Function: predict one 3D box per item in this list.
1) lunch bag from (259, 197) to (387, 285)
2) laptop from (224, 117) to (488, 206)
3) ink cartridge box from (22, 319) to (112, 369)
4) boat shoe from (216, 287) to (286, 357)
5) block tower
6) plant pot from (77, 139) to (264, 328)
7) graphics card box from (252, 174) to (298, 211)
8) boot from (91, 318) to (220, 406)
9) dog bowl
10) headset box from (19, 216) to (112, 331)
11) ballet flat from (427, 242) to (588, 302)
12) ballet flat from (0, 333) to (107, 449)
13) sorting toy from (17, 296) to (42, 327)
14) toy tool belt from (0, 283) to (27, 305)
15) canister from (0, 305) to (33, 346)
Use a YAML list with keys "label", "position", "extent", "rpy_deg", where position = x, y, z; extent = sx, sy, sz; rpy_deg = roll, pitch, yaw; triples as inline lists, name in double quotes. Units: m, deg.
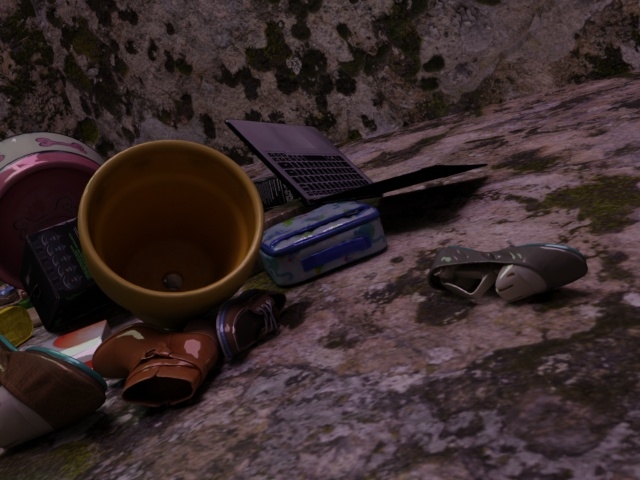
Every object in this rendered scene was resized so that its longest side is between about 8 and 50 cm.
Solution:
- label: "lunch bag"
  position: [0.000, 0.000, 1.145]
  extent: [0.218, 0.090, 0.176]
  rpy_deg: [-21, 17, -12]
- label: "laptop"
  position: [0.088, -0.205, 1.364]
  extent: [0.236, 0.408, 0.382]
  rpy_deg: [-51, -17, 23]
- label: "ink cartridge box"
  position: [-0.404, 0.190, 0.981]
  extent: [0.145, 0.045, 0.179]
  rpy_deg: [-20, 11, -8]
- label: "boat shoe"
  position: [-0.092, 0.104, 0.888]
  extent: [0.066, 0.066, 0.183]
  rpy_deg: [-13, 14, 13]
- label: "block tower"
  position: [-0.140, 0.013, 1.253]
  extent: [0.335, 0.091, 0.097]
  rpy_deg: [-28, 18, -35]
- label: "plant pot"
  position: [-0.224, 0.018, 0.966]
  extent: [0.253, 0.254, 0.239]
  rpy_deg: [-23, -21, -24]
- label: "graphics card box"
  position: [-0.172, -0.120, 1.743]
  extent: [0.370, 0.094, 0.232]
  rpy_deg: [-11, 5, 26]
- label: "boot"
  position: [-0.228, 0.164, 0.814]
  extent: [0.197, 0.073, 0.152]
  rpy_deg: [-18, 18, 9]
- label: "dog bowl"
  position: [-0.666, -0.052, 1.563]
  extent: [0.407, 0.408, 0.150]
  rpy_deg: [-25, 36, -30]
- label: "headset box"
  position: [-0.438, 0.042, 1.244]
  extent: [0.283, 0.131, 0.246]
  rpy_deg: [-26, -7, -35]
- label: "ballet flat"
  position: [0.219, 0.046, 0.777]
  extent: [0.213, 0.072, 0.068]
  rpy_deg: [0, 49, 53]
- label: "ballet flat"
  position: [-0.401, 0.198, 0.824]
  extent: [0.342, 0.116, 0.124]
  rpy_deg: [4, 45, 43]
- label: "sorting toy"
  position: [-0.663, 0.155, 1.430]
  extent: [0.307, 0.041, 0.229]
  rpy_deg: [-18, 14, -5]
- label: "toy tool belt"
  position: [-0.818, 0.135, 1.672]
  extent: [0.083, 0.051, 0.052]
  rpy_deg: [-18, 14, -5]
- label: "canister"
  position: [-0.672, 0.189, 1.243]
  extent: [0.169, 0.074, 0.126]
  rpy_deg: [-12, 15, 25]
